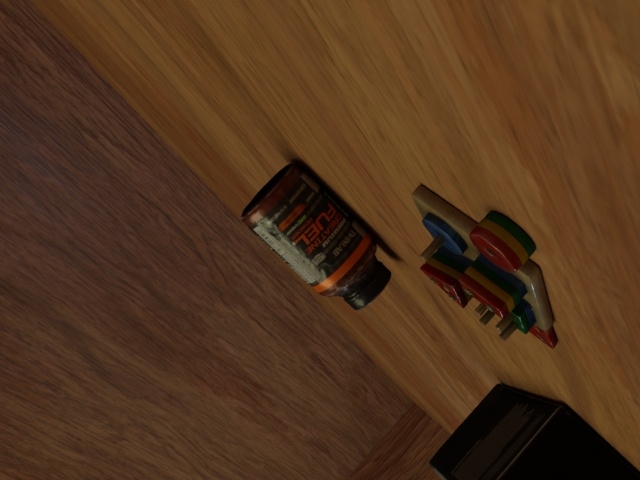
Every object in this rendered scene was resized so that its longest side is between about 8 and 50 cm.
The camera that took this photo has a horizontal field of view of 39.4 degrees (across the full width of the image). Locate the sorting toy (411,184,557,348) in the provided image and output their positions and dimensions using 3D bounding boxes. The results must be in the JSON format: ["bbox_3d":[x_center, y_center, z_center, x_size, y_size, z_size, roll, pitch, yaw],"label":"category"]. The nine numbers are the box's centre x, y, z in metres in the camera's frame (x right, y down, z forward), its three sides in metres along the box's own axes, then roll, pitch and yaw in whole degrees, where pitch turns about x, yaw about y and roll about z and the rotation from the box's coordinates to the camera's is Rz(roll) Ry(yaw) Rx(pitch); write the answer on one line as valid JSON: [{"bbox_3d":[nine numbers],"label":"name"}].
[{"bbox_3d":[0.137,0.033,0.797,0.132,0.046,0.274,39,173,30],"label":"sorting toy"}]

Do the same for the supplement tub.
[{"bbox_3d":[0.000,0.000,1.157,0.198,0.106,0.106,43,174,-10],"label":"supplement tub"}]

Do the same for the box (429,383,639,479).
[{"bbox_3d":[0.337,0.373,1.247,0.296,0.183,0.294,43,175,0],"label":"box"}]
